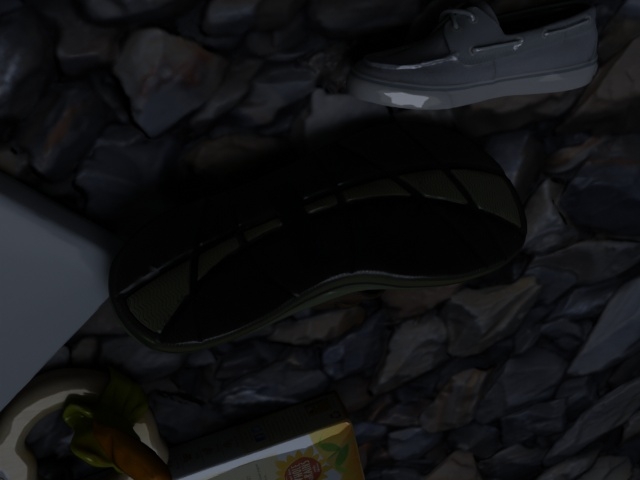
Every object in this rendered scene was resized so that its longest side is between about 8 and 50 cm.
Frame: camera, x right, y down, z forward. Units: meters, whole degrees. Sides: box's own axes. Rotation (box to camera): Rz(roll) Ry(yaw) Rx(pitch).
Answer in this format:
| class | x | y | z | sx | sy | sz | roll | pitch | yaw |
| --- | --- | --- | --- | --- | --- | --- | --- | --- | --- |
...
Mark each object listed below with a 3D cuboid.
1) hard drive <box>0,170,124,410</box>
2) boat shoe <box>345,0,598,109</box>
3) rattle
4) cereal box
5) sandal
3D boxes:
| class | x | y | z | sx | sy | sz | roll | pitch | yaw |
| --- | --- | --- | --- | --- | --- | --- | --- | --- | --- |
| hard drive | -0.325 | 0.013 | 0.823 | 0.233 | 0.047 | 0.353 | -45 | 130 | 15 |
| boat shoe | 0.104 | -0.127 | 0.882 | 0.184 | 0.066 | 0.063 | -7 | 116 | -15 |
| rattle | -0.205 | 0.187 | 0.955 | 0.199 | 0.143 | 0.130 | -22 | 132 | -7 |
| cereal box | -0.077 | 0.237 | 1.103 | 0.240 | 0.047 | 0.173 | -17 | 124 | -8 |
| sandal | -0.002 | -0.001 | 0.924 | 0.302 | 0.120 | 0.086 | -14 | 166 | -16 |
